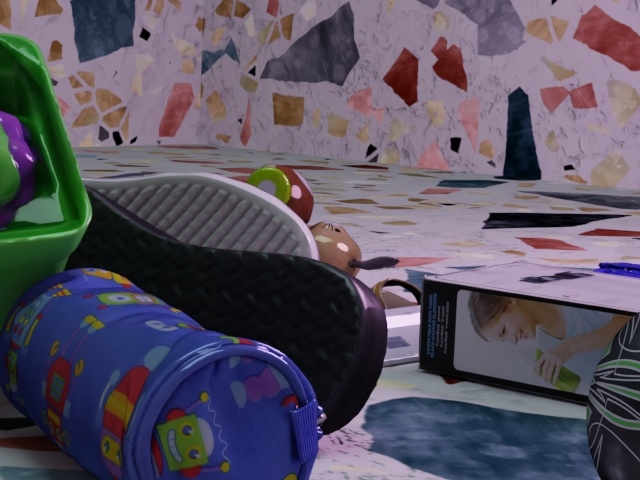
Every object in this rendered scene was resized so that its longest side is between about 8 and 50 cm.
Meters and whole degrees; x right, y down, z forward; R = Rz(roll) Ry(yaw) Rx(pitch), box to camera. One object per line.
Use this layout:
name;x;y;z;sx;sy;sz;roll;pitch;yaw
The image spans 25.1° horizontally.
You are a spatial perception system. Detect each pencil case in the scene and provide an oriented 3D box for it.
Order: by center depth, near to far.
pencil case;-0.107;0.095;0.918;0.133;0.119;0.306;-2;8;-28

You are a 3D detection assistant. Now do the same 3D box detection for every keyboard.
keyboard;0.062;0.091;1.336;0.256;0.014;0.072;-5;39;-40

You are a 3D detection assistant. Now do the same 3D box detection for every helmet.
helmet;0.232;0.103;0.816;0.161;0.169;0.169;16;-1;-30

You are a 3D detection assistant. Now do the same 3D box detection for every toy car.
toy car;0.000;0.000;1.674;0.188;0.149;0.155;14;-3;2

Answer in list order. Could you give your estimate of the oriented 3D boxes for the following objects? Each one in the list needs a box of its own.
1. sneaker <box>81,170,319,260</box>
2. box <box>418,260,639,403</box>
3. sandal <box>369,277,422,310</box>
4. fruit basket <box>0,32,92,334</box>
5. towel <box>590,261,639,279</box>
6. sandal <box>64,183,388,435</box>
sneaker;-0.135;-0.005;1.347;0.321;0.126;0.127;11;1;22
box;0.249;0.083;1.251;0.290;0.087;0.169;9;10;38
sandal;0.078;0.065;1.480;0.072;0.049;0.180;-1;9;-16
fruit basket;-0.354;-0.064;0.998;0.392;0.392;0.283;-1;43;-25
towel;0.425;0.070;1.379;0.227;0.076;0.308;3;5;-40
sandal;-0.132;0.065;1.159;0.445;0.168;0.107;17;-11;35
